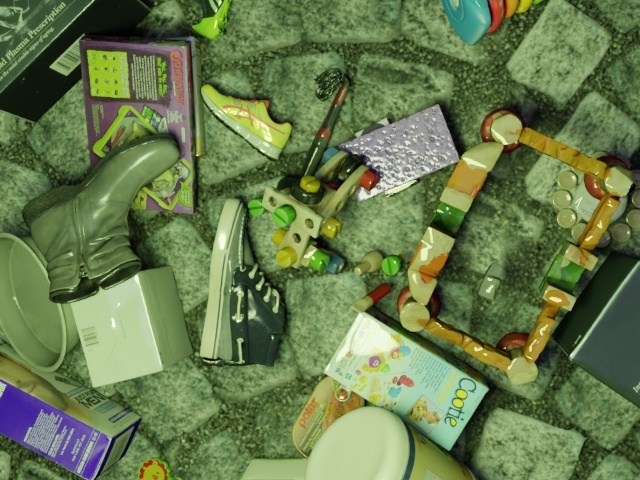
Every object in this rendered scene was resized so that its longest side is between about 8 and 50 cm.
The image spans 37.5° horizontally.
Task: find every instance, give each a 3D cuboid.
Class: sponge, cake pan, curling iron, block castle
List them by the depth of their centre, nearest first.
[{"bbox_3d":[0.347,0.008,1.735,0.303,0.213,0.453,26,99,5],"label":"block castle"},{"bbox_3d":[0.150,-0.166,1.803,0.210,0.031,0.117,-22,89,10],"label":"sponge"},{"bbox_3d":[-0.006,-0.209,1.870,0.068,0.035,0.274,21,100,26],"label":"curling iron"},{"bbox_3d":[-0.571,0.118,1.878,0.293,0.054,0.293,21,121,39],"label":"cake pan"}]

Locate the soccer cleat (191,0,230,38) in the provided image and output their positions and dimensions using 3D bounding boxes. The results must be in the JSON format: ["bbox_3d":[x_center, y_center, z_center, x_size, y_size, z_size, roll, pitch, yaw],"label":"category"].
[{"bbox_3d":[-0.205,-0.491,1.871,0.072,0.060,0.179,20,98,8],"label":"soccer cleat"}]

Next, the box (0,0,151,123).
[{"bbox_3d":[-0.575,-0.467,1.844,0.343,0.179,0.312,-42,77,7],"label":"box"}]

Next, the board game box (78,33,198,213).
[{"bbox_3d":[-0.349,-0.221,1.834,0.208,0.056,0.346,7,119,9],"label":"board game box"}]

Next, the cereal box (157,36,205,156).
[{"bbox_3d":[-0.325,-0.284,1.902,0.173,0.047,0.240,-3,93,9],"label":"cereal box"}]

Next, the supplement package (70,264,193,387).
[{"bbox_3d":[-0.368,0.162,1.850,0.149,0.203,0.194,-14,90,9],"label":"supplement package"}]

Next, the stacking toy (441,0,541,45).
[{"bbox_3d":[0.386,-0.497,1.758,0.302,0.166,0.175,-19,86,-6],"label":"stacking toy"}]

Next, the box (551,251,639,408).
[{"bbox_3d":[0.642,0.216,1.664,0.395,0.293,0.212,34,96,5],"label":"box"}]

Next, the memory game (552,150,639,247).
[{"bbox_3d":[0.538,-0.079,1.807,0.186,0.012,0.186,0,93,8],"label":"memory game"}]

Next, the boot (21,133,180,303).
[{"bbox_3d":[-0.374,-0.033,1.753,0.338,0.118,0.222,-32,64,4],"label":"boot"}]

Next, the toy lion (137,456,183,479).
[{"bbox_3d":[-0.339,0.504,1.950,0.096,0.034,0.100,31,97,13],"label":"toy lion"}]

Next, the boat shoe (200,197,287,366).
[{"bbox_3d":[-0.137,0.091,1.866,0.158,0.127,0.340,8,102,1],"label":"boat shoe"}]

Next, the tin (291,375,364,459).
[{"bbox_3d":[0.015,0.352,1.889,0.106,0.040,0.189,31,97,2],"label":"tin"}]

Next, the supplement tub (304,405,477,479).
[{"bbox_3d":[0.150,0.465,1.709,0.228,0.228,0.316,-46,120,7],"label":"supplement tub"}]

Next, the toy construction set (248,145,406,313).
[{"bbox_3d":[0.000,0.000,1.731,0.257,0.237,0.309,-40,85,32],"label":"toy construction set"}]

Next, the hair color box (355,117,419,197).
[{"bbox_3d":[0.131,-0.161,1.845,0.072,0.043,0.141,-27,88,9],"label":"hair color box"}]

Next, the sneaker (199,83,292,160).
[{"bbox_3d":[-0.145,-0.251,1.870,0.208,0.081,0.094,38,90,-2],"label":"sneaker"}]

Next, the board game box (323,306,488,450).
[{"bbox_3d":[0.165,0.256,1.809,0.275,0.142,0.144,32,96,6],"label":"board game box"}]

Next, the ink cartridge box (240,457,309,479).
[{"bbox_3d":[-0.041,0.576,1.852,0.198,0.115,0.272,-2,100,9],"label":"ink cartridge box"}]

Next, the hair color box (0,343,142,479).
[{"bbox_3d":[-0.551,0.339,1.893,0.339,0.185,0.110,25,96,6],"label":"hair color box"}]
